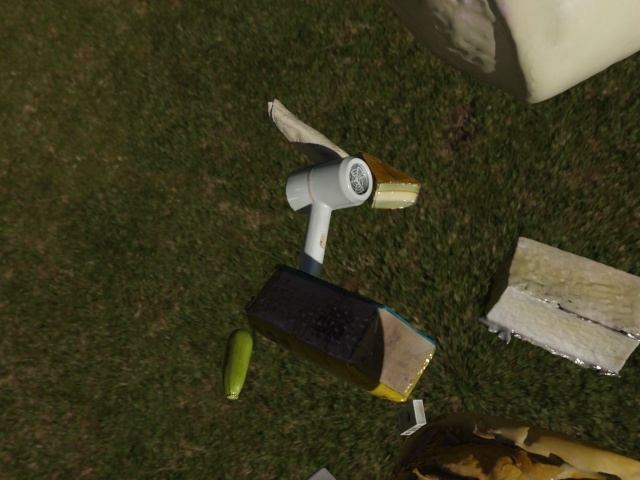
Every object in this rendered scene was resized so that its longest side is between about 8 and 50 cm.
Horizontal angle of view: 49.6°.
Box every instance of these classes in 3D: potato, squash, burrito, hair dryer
[{"bbox_3d":[0.197,0.052,0.561,0.122,0.061,0.086,21,46,5],"label":"potato"},{"bbox_3d":[-0.200,0.293,1.653,0.066,0.066,0.201,-10,41,9],"label":"squash"},{"bbox_3d":[-0.030,-0.238,1.627,0.275,0.082,0.059,41,64,15],"label":"burrito"},{"bbox_3d":[0.000,0.000,1.456,0.173,0.108,0.357,-8,66,42],"label":"hair dryer"}]

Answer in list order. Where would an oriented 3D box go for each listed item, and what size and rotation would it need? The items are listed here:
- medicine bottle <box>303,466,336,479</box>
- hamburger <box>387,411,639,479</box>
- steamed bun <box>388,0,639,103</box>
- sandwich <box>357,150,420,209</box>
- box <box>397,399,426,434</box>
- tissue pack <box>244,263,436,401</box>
[{"bbox_3d":[-0.030,0.535,1.294,0.189,0.088,0.132,-29,63,-32],"label":"medicine bottle"},{"bbox_3d":[0.193,0.298,0.622,0.305,0.174,0.284,12,125,23],"label":"hamburger"},{"bbox_3d":[0.117,-0.209,0.382,0.200,0.154,0.250,-25,47,3],"label":"steamed bun"},{"bbox_3d":[0.159,-0.149,1.699,0.114,0.079,0.163,2,33,-19],"label":"sandwich"},{"bbox_3d":[0.192,0.374,1.464,0.024,0.083,0.054,7,59,-18],"label":"box"},{"bbox_3d":[0.029,0.158,1.187,0.271,0.192,0.134,19,74,46],"label":"tissue pack"}]
